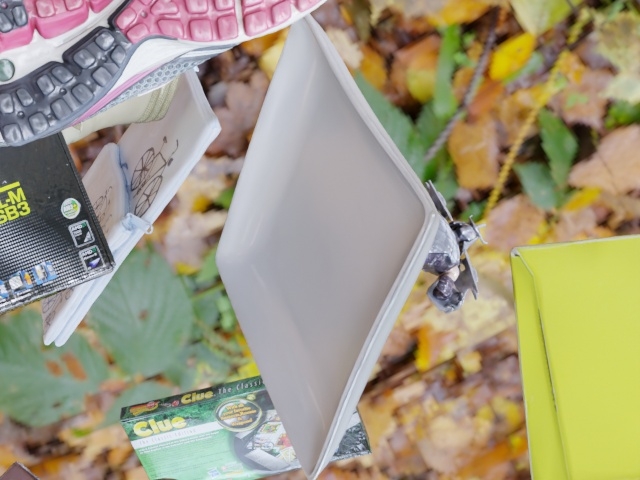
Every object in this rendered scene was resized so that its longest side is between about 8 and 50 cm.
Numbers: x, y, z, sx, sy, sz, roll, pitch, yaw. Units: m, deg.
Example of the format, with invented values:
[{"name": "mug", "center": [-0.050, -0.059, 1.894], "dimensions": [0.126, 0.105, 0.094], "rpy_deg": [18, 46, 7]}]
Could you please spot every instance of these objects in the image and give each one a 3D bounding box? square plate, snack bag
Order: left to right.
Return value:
[{"name": "snack bag", "center": [-0.246, -0.066, 1.605], "dimensions": [0.037, 0.323, 0.342], "rpy_deg": [34, 103, -23]}, {"name": "square plate", "center": [0.000, 0.000, 1.298], "dimensions": [0.049, 0.347, 0.344], "rpy_deg": [1, 129, -26]}]

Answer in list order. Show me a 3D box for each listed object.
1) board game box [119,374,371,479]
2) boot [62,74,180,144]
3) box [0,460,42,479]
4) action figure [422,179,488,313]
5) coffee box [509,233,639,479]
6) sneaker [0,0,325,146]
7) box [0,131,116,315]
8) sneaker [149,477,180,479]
[{"name": "board game box", "center": [-0.083, 0.217, 1.478], "dimensions": [0.260, 0.030, 0.136], "rpy_deg": [-13, 127, 7]}, {"name": "boot", "center": [-0.250, -0.239, 1.451], "dimensions": [0.203, 0.095, 0.262], "rpy_deg": [-20, 120, -43]}, {"name": "box", "center": [-0.239, 0.368, 1.120], "dimensions": [0.143, 0.191, 0.381], "rpy_deg": [-45, 165, -35]}, {"name": "action figure", "center": [0.096, 0.014, 1.577], "dimensions": [0.285, 0.185, 0.099], "rpy_deg": [-14, 154, -32]}, {"name": "coffee box", "center": [0.328, 0.169, 0.859], "dimensions": [0.338, 0.338, 0.334], "rpy_deg": [-6, 171, 17]}, {"name": "sneaker", "center": [-0.115, -0.158, 0.832], "dimensions": [0.299, 0.120, 0.112], "rpy_deg": [-26, -176, -6]}, {"name": "box", "center": [-0.321, -0.021, 1.260], "dimensions": [0.191, 0.184, 0.045], "rpy_deg": [-21, 179, -16]}, {"name": "sneaker", "center": [-0.131, 0.253, 0.547], "dimensions": [0.178, 0.295, 0.124], "rpy_deg": [-1, -174, -35]}]
